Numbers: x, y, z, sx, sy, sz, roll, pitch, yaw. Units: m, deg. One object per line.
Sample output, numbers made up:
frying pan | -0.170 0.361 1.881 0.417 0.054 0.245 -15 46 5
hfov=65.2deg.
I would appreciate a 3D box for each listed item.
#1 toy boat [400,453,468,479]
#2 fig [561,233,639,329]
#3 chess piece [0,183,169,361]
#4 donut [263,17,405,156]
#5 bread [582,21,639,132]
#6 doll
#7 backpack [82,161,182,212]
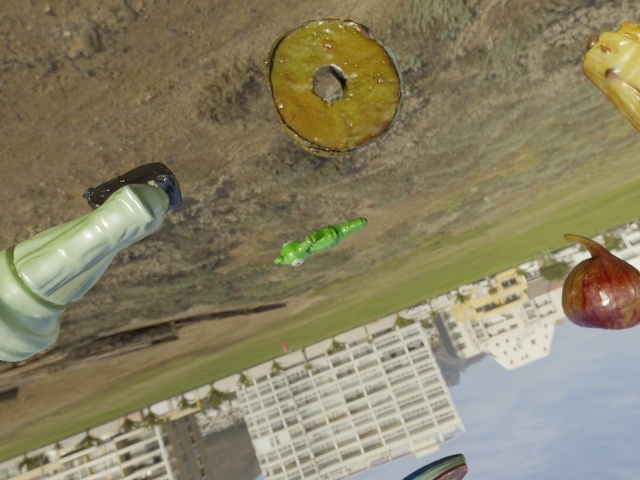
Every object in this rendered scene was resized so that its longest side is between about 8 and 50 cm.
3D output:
toy boat | 0.175 0.453 0.882 0.229 0.080 0.046 -30 179 -15
fig | 0.603 0.085 1.071 0.175 0.207 0.175 0 179 0
chess piece | -0.336 0.018 0.687 0.298 0.175 0.176 -34 168 -2
donut | 0.021 -0.279 0.949 0.272 0.271 0.107 -19 171 -8
bread | 0.465 -0.186 0.656 0.211 0.235 0.099 -12 151 -49
doll | 0.000 0.000 0.935 0.190 0.050 0.115 -25 179 -8
backpack | -0.348 -0.076 0.959 0.165 0.106 0.120 -32 138 -8
